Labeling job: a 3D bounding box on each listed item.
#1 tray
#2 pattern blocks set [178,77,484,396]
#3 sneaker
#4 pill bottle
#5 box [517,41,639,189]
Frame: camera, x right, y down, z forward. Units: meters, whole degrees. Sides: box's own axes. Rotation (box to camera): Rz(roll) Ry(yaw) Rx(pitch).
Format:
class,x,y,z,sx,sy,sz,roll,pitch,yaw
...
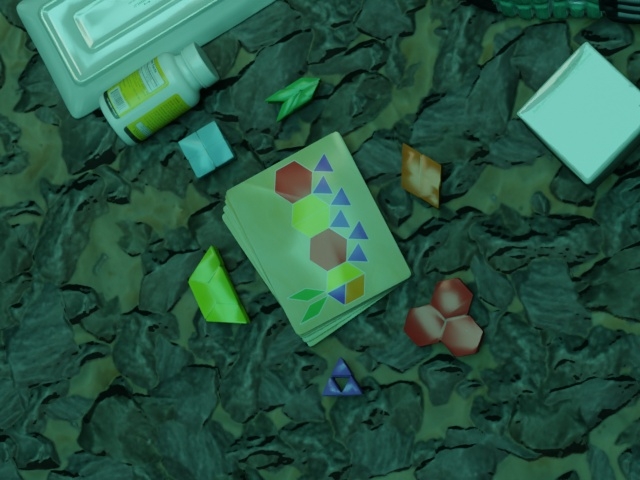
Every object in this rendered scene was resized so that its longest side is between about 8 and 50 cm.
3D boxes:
class,x,y,z,sx,sy,sz,roll,pitch,yaw
tray,-0.181,-0.255,1.809,0.270,0.030,0.145,-30,81,9
pattern blocks set,0.000,0.000,1.763,0.285,0.026,0.325,-20,84,10
sneaker,0.238,-0.275,1.713,0.223,0.083,0.098,9,66,9
pill bottle,-0.165,-0.153,1.783,0.116,0.065,0.065,-32,82,9
box,0.262,-0.120,1.683,0.102,0.087,0.101,45,96,10
